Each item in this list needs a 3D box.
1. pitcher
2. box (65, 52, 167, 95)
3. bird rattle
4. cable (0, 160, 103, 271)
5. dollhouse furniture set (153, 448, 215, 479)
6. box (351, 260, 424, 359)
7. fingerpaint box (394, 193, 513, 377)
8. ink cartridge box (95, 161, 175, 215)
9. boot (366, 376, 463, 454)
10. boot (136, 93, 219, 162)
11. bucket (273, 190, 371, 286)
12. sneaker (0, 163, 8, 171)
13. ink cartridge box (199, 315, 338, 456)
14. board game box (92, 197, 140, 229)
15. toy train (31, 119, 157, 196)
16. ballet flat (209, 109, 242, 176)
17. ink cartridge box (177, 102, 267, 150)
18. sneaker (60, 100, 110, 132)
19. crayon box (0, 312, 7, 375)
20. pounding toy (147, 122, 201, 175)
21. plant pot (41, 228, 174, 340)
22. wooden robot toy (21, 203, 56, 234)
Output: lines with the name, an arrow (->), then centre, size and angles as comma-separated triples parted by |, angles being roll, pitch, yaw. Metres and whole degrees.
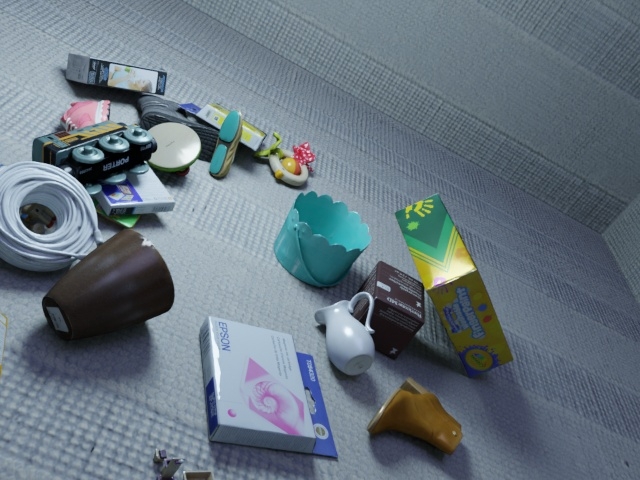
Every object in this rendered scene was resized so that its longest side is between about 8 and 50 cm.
pitcher -> 0.090, 0.248, 1.878 | 0.125, 0.177, 0.207 | 46, 13, -43
box -> -0.689, -0.562, 2.341 | 0.289, 0.087, 0.169 | 0, 15, -44
bird rattle -> -0.120, -0.282, 2.560 | 0.253, 0.143, 0.207 | 23, 40, -43
cable -> -0.649, -0.055, 1.598 | 0.257, 0.089, 0.257 | 0, 69, -39
dollhouse furniture set -> -0.255, 0.436, 1.351 | 0.114, 0.081, 0.091 | 12, 36, -33
box -> 0.199, 0.204, 2.051 | 0.168, 0.167, 0.203 | 28, 30, -9
fingerpaint box -> 0.417, 0.140, 2.137 | 0.371, 0.163, 0.445 | -104, 166, -51
ink cartridge box -> -0.541, -0.154, 1.917 | 0.206, 0.045, 0.208 | -8, 49, -46
boot -> 0.256, 0.476, 1.771 | 0.211, 0.104, 0.295 | 41, 26, 15
boot -> -0.462, -0.399, 2.370 | 0.338, 0.118, 0.223 | 24, 23, -27
bucket -> 0.000, 0.000, 2.147 | 0.281, 0.183, 0.281 | 24, 31, -15
sneaker -> -0.833, -0.113, 1.609 | 0.130, 0.112, 0.296 | 25, 24, 22
ink cartridge box -> -0.117, 0.344, 1.641 | 0.329, 0.071, 0.324 | 15, 34, -26
board game box -> -0.548, -0.118, 1.937 | 0.124, 0.039, 0.259 | 27, 28, -9
toy train -> -0.592, -0.234, 1.825 | 0.190, 0.142, 0.334 | 28, 35, 19
ballet flat -> -0.307, -0.323, 2.299 | 0.080, 0.232, 0.073 | 29, 11, 27
ink cartridge box -> -0.341, -0.433, 2.474 | 0.307, 0.072, 0.304 | 33, 10, -8
sneaker -> -0.707, -0.322, 2.043 | 0.136, 0.116, 0.314 | 6, 34, -13
crayon box -> -0.652, 0.210, 1.192 | 0.323, 0.083, 0.203 | -112, 177, -47
pounding toy -> -0.493, -0.261, 2.164 | 0.236, 0.110, 0.183 | -15, 61, -17
plant pot -> -0.480, 0.119, 1.514 | 0.215, 0.215, 0.230 | 42, 46, 16
wooden robot toy -> -0.700, -0.058, 1.684 | 0.076, 0.079, 0.173 | 53, 44, -33
